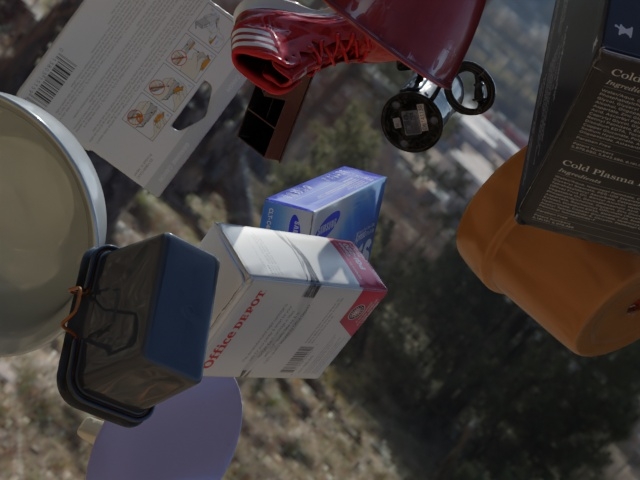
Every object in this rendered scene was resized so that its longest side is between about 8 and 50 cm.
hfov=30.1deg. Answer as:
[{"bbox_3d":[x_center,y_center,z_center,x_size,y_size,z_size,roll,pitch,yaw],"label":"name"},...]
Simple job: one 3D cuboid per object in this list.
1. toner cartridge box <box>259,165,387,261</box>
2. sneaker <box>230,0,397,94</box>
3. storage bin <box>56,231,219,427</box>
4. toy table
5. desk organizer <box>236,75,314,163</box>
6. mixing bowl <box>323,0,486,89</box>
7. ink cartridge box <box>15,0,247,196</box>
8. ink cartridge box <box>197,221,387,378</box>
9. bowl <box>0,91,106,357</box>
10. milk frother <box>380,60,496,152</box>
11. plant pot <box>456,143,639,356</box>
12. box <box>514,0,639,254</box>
[{"bbox_3d":[0.000,0.000,1.704,0.075,0.165,0.348,15,15,16],"label":"toner cartridge box"},{"bbox_3d":[0.007,-0.201,1.314,0.221,0.087,0.128,2,47,5],"label":"sneaker"},{"bbox_3d":[-0.133,0.057,0.887,0.098,0.091,0.135,29,53,-34],"label":"storage bin"},{"bbox_3d":[-0.220,0.304,1.653,0.252,0.274,0.161,42,-25,6],"label":"toy table"},{"bbox_3d":[-0.055,-0.162,1.430,0.050,0.130,0.047,9,33,-22],"label":"desk organizer"},{"bbox_3d":[0.047,-0.192,0.774,0.181,0.098,0.181,38,15,-12],"label":"mixing bowl"},{"bbox_3d":[-0.243,-0.238,1.642,0.239,0.275,0.060,36,8,-16],"label":"ink cartridge box"},{"bbox_3d":[-0.059,0.073,1.332,0.218,0.158,0.092,7,39,-46],"label":"ink cartridge box"},{"bbox_3d":[-0.343,-0.036,1.268,0.298,0.298,0.134,41,25,-1],"label":"bowl"},{"bbox_3d":[0.167,-0.192,1.569,0.143,0.129,0.135,12,29,15],"label":"milk frother"},{"bbox_3d":[0.345,0.009,1.503,0.291,0.291,0.203,16,36,-51],"label":"plant pot"},{"bbox_3d":[0.338,-0.209,1.181,0.178,0.312,0.343,14,64,2],"label":"box"}]
